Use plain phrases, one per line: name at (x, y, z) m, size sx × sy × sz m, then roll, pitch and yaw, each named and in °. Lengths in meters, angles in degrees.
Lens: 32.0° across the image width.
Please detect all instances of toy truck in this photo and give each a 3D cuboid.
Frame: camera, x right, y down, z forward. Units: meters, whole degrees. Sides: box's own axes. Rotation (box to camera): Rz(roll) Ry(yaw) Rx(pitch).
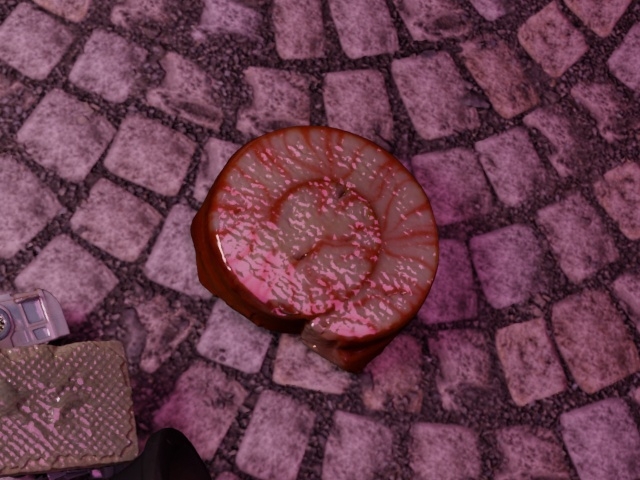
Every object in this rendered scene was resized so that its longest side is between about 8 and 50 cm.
toy truck at (-0.338, 0.185, 1.377) m, size 0.140 × 0.108 × 0.257 m, roll -16°, pitch 79°, yaw -32°

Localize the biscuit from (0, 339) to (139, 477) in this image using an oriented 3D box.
biscuit at (-0.338, 0.192, 1.277) m, size 0.252 × 0.052 × 0.150 m, roll 0°, pitch 71°, yaw -27°

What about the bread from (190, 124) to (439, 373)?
bread at (-0.001, -0.004, 1.519) m, size 0.327 × 0.114 × 0.295 m, roll 28°, pitch 68°, yaw -4°

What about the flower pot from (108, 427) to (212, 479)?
flower pot at (-0.220, 0.417, 1.241) m, size 0.251 × 0.379 × 0.379 m, roll -20°, pitch 77°, yaw 3°
